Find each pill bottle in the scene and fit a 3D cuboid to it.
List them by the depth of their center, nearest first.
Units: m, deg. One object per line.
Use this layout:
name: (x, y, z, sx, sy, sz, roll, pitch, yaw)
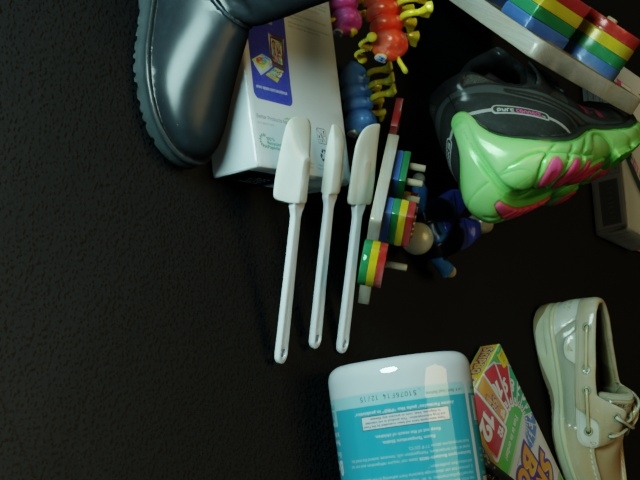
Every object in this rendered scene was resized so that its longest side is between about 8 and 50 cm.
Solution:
pill bottle: (0.094, 0.248, 1.392, 0.146, 0.146, 0.264, 5, 75, -55)

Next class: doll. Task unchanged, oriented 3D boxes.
doll: (0.141, -0.021, 1.641, 0.189, 0.046, 0.129, -27, 97, -58)

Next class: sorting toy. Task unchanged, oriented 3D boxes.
sorting toy: (0.079, -0.026, 1.482, 0.132, 0.046, 0.274, 97, 5, -46)
sorting toy: (0.264, -0.285, 1.727, 0.255, 0.089, 0.257, 17, 20, -49)

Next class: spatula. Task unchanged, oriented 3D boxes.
spatula: (0.000, 0.000, 1.392, 0.168, 0.019, 0.242, -4, 104, -59)

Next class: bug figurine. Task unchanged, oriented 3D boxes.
bug figurine: (0.047, -0.232, 1.475, 0.279, 0.072, 0.216, 110, -27, -69)

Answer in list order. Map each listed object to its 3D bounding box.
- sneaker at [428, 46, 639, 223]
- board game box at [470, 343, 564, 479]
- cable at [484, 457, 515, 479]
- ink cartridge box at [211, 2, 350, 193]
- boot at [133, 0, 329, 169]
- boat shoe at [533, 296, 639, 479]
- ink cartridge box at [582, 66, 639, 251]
sneaker: (0.269, -0.151, 1.743, 0.202, 0.185, 0.483, 58, 20, 8)
board game box: (0.236, 0.266, 1.697, 0.124, 0.039, 0.259, -52, 124, -49)
cable: (0.160, 0.309, 1.567, 0.184, 0.047, 0.150, 40, 56, -37)
ink cartridge box: (-0.054, -0.219, 1.410, 0.165, 0.065, 0.332, 8, 74, -54)
boot: (-0.065, -0.203, 1.260, 0.094, 0.207, 0.246, 15, 68, -53)
boat shoe: (0.365, 0.224, 1.838, 0.109, 0.098, 0.302, -13, 90, -56)
ink cartridge box: (0.491, -0.119, 2.177, 0.239, 0.060, 0.275, 18, 65, -51)
